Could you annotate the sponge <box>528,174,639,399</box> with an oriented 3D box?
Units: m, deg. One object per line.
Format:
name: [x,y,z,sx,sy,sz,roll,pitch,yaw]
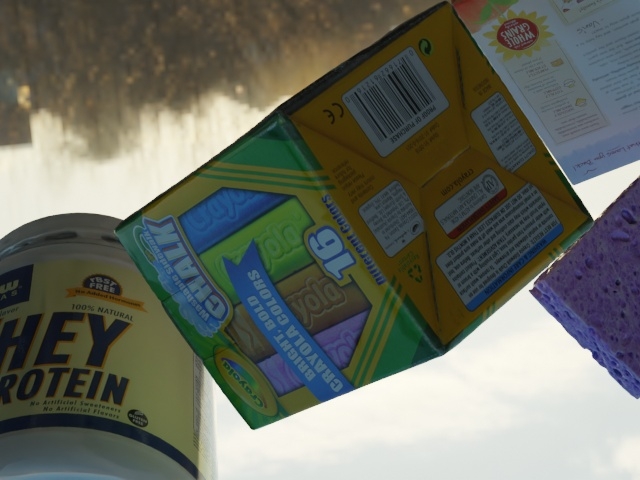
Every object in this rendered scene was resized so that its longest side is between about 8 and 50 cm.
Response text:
sponge: [0.266,0.009,1.148,0.210,0.117,0.031,-43,179,-23]

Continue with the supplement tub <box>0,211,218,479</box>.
supplement tub: [-0.201,0.150,1.235,0.235,0.235,0.325,-5,-143,-2]

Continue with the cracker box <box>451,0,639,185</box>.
cracker box: [0.223,-0.160,1.208,0.155,0.232,0.067,-21,-137,22]

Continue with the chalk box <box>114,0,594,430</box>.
chalk box: [0.000,0.000,1.029,0.180,0.179,0.289,-37,-175,-37]
